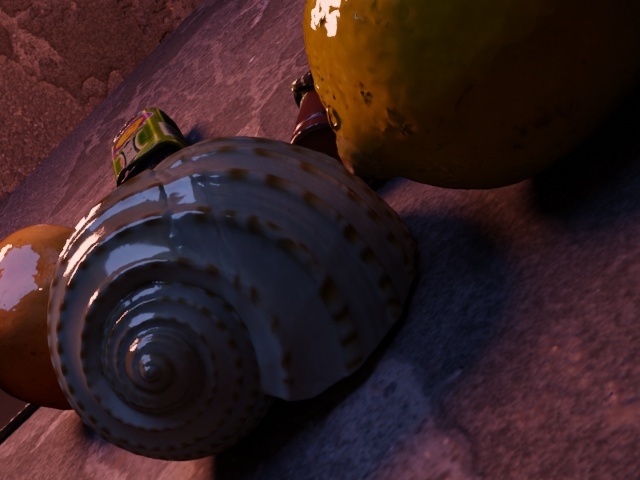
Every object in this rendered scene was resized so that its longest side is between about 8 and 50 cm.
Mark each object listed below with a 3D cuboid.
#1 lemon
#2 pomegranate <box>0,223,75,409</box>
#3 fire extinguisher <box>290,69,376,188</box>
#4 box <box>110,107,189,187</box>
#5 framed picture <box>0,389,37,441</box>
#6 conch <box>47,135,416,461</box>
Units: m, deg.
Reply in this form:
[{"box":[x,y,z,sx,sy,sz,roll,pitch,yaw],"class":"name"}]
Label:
[{"box":[0.121,-0.171,0.830,0.310,0.258,0.258,-45,19,-1],"class":"lemon"},{"box":[-0.296,0.088,1.235,0.209,0.209,0.209,-39,20,17],"class":"pomegranate"},{"box":[0.022,-0.171,1.234,0.105,0.141,0.341,-7,30,10],"class":"fire extinguisher"},{"box":[-0.282,-0.136,1.823,0.134,0.097,0.345,-46,19,3],"class":"box"},{"box":[-0.438,0.221,1.545,0.339,0.014,0.255,-43,19,5],"class":"framed picture"},{"box":[-0.086,0.020,0.930,0.303,0.215,0.319,-28,32,15],"class":"conch"}]
